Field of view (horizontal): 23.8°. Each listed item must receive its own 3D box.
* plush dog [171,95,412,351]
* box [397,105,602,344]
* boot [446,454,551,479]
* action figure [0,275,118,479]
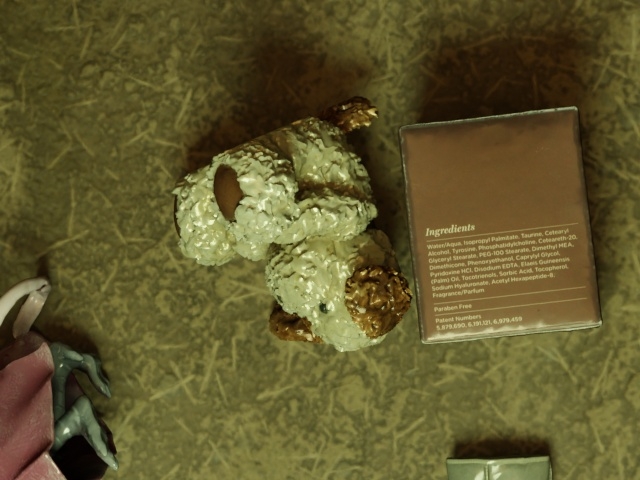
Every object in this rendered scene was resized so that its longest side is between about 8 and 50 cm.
[{"bbox_3d":[0.000,0.000,1.452,0.210,0.262,0.225,-26,93,-20],"label":"plush dog"},{"bbox_3d":[0.171,-0.010,1.436,0.167,0.168,0.203,-6,88,8],"label":"box"},{"bbox_3d":[0.142,0.316,1.479,0.189,0.076,0.208,-7,94,-7],"label":"boot"},{"bbox_3d":[-0.382,0.230,1.466,0.370,0.248,0.276,-27,84,3],"label":"action figure"}]
